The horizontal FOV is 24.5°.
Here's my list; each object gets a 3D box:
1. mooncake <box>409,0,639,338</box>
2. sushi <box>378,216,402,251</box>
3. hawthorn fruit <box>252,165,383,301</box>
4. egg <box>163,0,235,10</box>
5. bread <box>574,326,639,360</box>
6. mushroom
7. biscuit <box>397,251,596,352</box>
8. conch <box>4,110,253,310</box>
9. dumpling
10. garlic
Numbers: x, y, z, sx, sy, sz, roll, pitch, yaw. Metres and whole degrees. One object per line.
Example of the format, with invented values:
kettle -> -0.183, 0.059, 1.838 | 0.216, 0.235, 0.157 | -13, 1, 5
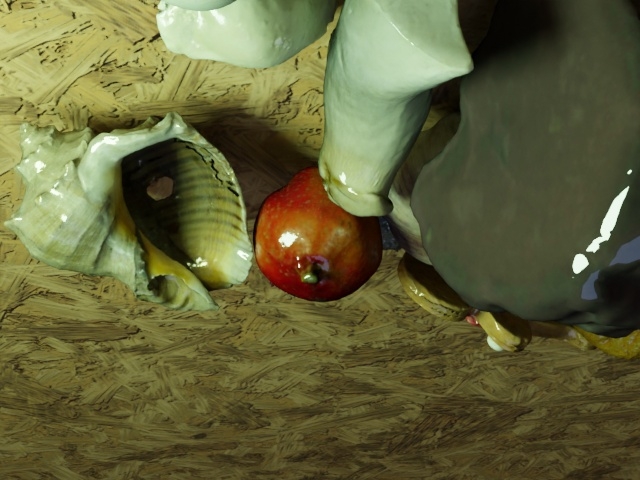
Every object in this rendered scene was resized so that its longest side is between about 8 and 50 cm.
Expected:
mooncake -> 0.280, -0.080, 1.548 | 0.212, 0.351, 0.381 | 10, 135, -30
sushi -> 0.064, -0.038, 1.959 | 0.150, 0.078, 0.090 | 8, 146, -18
hawthorn fruit -> 0.000, 0.000, 1.814 | 0.169, 0.188, 0.169 | -1, 113, -3
egg -> -0.116, -0.292, 1.344 | 0.151, 0.151, 0.209 | -5, 156, 6
bread -> 0.451, 0.041, 2.004 | 0.253, 0.142, 0.227 | -27, 103, 37
mushroom -> 0.069, -0.164, 1.602 | 0.126, 0.177, 0.397 | -6, 158, -12
biscuit -> 0.231, 0.073, 2.034 | 0.339, 0.216, 0.047 | 4, 132, -43
conch -> -0.220, -0.053, 1.781 | 0.263, 0.186, 0.324 | -35, 131, 24
dumpling -> -0.068, -0.254, 1.496 | 0.111, 0.181, 0.155 | 24, 134, 29
garlic -> 0.201, -0.019, 1.824 | 0.245, 0.253, 0.245 | -10, 153, -5
